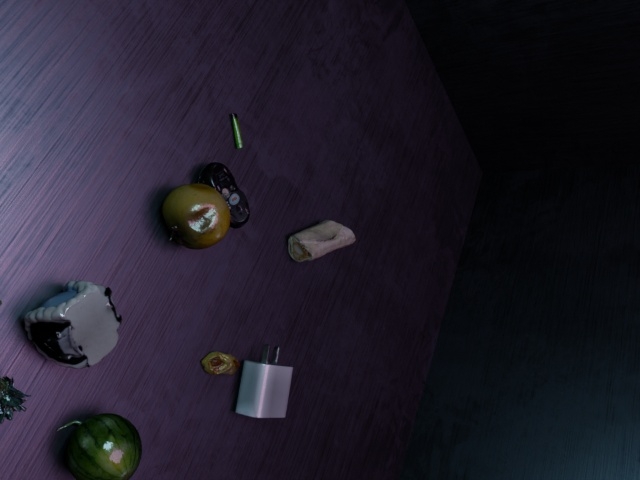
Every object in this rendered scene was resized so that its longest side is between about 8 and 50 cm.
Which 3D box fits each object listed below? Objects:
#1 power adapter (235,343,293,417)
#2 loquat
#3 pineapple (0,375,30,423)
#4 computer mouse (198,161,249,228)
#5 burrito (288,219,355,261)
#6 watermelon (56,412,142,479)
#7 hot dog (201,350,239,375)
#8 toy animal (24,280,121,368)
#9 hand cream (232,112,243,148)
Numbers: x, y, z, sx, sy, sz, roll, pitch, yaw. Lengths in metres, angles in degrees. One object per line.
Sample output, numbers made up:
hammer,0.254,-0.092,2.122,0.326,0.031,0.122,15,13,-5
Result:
power adapter,-0.195,0.507,2.026,0.187,0.124,0.255,24,72,-52
loquat,-0.379,-0.073,1.706,0.213,0.213,0.213,-1,91,-54
pineapple,-0.771,0.328,1.281,0.103,0.083,0.221,-44,126,-29
computer mouse,-0.327,-0.144,1.859,0.233,0.096,0.137,65,29,-11
burrito,0.003,0.002,2.285,0.299,0.143,0.105,-23,141,-47
watermelon,-0.576,0.547,1.476,0.188,0.215,0.188,-41,157,-22
hot dog,-0.327,0.419,1.899,0.169,0.061,0.078,20,73,-52
toy animal,-0.625,0.203,1.418,0.204,0.156,0.208,-52,146,-44
hand cream,-0.292,-0.385,1.965,0.036,0.023,0.121,-36,120,-71
